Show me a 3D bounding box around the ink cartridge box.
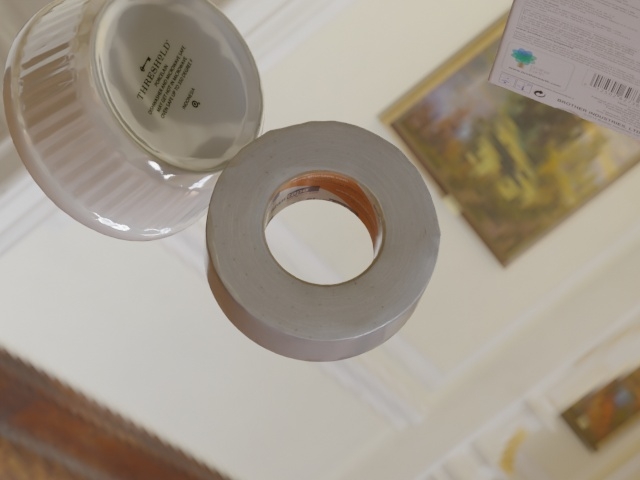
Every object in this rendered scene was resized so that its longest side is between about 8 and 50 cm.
[{"bbox_3d":[0.281,-0.219,1.643,0.186,0.065,0.311,22,-23,6],"label":"ink cartridge box"}]

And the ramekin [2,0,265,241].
[{"bbox_3d":[-0.177,-0.144,1.716,0.273,0.127,0.273,17,62,-36],"label":"ramekin"}]

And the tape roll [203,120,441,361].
[{"bbox_3d":[0.000,0.000,1.577,0.219,0.219,0.072,52,-16,12],"label":"tape roll"}]
